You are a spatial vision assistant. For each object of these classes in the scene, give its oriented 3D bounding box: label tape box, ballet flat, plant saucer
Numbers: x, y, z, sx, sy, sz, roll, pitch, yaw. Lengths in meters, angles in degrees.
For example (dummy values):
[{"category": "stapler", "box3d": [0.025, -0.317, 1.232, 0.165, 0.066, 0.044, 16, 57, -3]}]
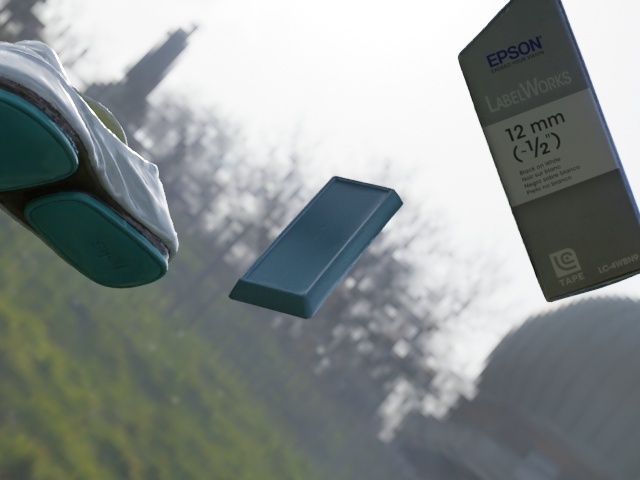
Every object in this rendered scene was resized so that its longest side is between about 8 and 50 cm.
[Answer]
[{"category": "label tape box", "box3d": [0.197, -0.128, 1.749, 0.249, 0.115, 0.347, -30, 98, -83]}, {"category": "ballet flat", "box3d": [-0.233, -0.086, 1.579, 0.139, 0.139, 0.400, 34, -8, 29]}, {"category": "plant saucer", "box3d": [0.000, 0.000, 1.455, 0.067, 0.192, 0.018, 14, -58, 19]}]
